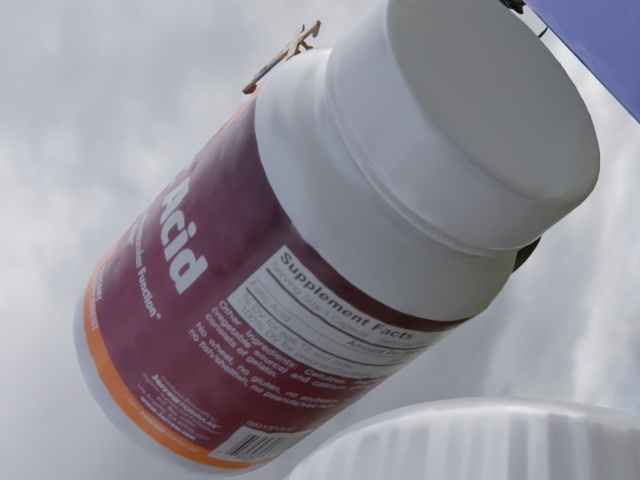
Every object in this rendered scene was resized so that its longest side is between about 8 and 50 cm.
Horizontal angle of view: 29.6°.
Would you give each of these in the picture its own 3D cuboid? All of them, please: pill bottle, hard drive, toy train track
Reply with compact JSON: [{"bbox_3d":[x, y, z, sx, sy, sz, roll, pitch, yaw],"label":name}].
[{"bbox_3d":[0.000,0.000,0.899,0.392,0.224,0.224,-42,-5,38],"label":"pill bottle"},{"bbox_3d":[0.215,-0.249,1.026,0.040,0.319,0.210,-29,-31,-10],"label":"hard drive"},{"bbox_3d":[-0.027,-0.133,0.903,0.083,0.014,0.048,-36,24,32],"label":"toy train track"}]

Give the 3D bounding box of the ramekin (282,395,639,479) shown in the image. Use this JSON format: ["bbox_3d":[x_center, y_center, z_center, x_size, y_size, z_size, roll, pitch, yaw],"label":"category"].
[{"bbox_3d":[0.083,0.177,0.519,0.273,0.273,0.127,85,-169,-49],"label":"ramekin"}]

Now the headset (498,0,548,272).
[{"bbox_3d":[0.183,-0.132,1.517,0.185,0.243,0.394,4,-74,-53],"label":"headset"}]
